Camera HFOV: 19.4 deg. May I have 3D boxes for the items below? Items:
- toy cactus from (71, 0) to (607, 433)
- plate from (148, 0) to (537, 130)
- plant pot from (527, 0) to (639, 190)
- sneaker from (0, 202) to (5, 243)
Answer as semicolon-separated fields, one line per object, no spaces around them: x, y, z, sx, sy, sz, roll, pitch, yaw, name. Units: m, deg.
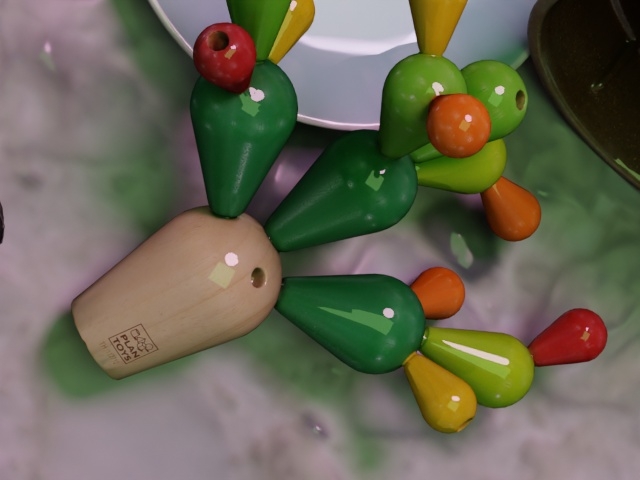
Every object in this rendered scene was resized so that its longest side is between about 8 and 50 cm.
0.000;0.000;0.666;0.180;0.112;0.219;-30;129;5;toy cactus
0.012;-0.134;0.711;0.188;0.024;0.188;-1;92;-19;plate
0.191;-0.099;0.701;0.167;0.167;0.165;41;74;-14;plant pot
-0.225;0.021;0.581;0.267;0.106;0.101;-24;127;-15;sneaker
